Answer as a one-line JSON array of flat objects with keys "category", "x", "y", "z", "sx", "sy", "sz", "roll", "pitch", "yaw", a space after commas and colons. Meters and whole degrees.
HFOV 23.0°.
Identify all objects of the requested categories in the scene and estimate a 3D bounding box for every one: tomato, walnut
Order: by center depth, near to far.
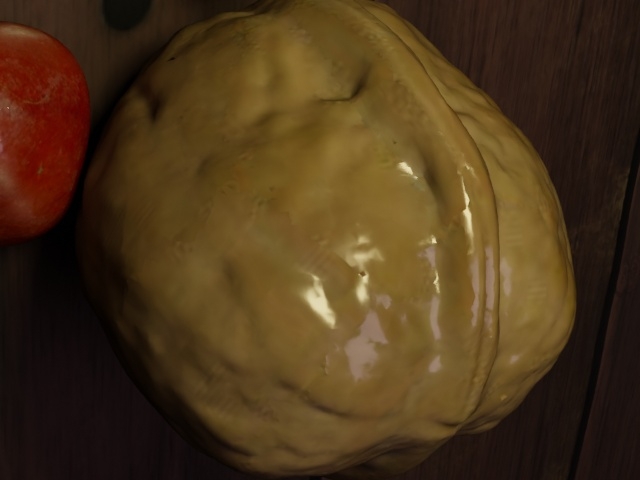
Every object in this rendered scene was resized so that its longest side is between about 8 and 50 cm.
[{"category": "tomato", "x": -0.225, "y": -0.061, "z": 1.074, "sx": 0.174, "sy": 0.082, "sz": 0.166, "roll": -6, "pitch": 119, "yaw": -50}, {"category": "walnut", "x": 0.000, "y": 0.000, "z": 1.151, "sx": 0.381, "sy": 0.381, "sz": 0.381, "roll": -29, "pitch": 134, "yaw": -35}]
